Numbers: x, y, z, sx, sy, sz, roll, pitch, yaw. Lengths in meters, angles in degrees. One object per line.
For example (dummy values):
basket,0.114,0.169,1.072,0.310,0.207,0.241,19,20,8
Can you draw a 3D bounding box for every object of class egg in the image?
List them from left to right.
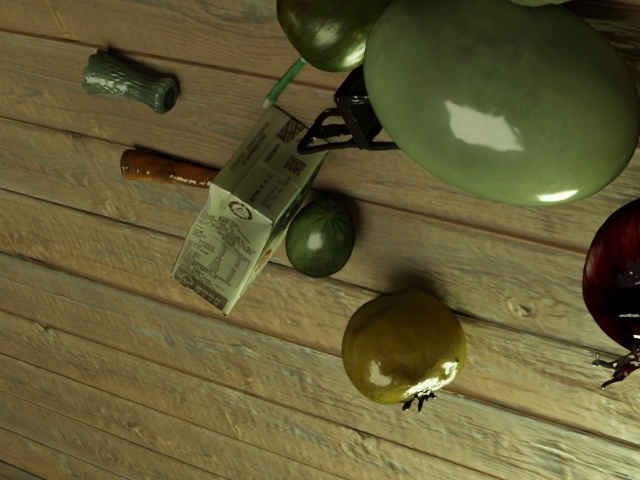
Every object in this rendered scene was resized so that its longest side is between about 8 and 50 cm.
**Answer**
egg,0.217,-0.179,1.475,0.352,0.258,0.258,26,145,16

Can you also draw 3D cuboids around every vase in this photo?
vase,-0.311,-0.257,2.010,0.148,0.081,0.081,21,144,16

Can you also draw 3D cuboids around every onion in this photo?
onion,0.458,0.076,1.546,0.273,0.285,0.273,17,146,12

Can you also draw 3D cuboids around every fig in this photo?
fig,0.066,-0.328,1.584,0.259,0.151,0.151,-33,110,26

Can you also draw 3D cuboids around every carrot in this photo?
carrot,-0.249,-0.119,2.151,0.224,0.057,0.057,11,139,24

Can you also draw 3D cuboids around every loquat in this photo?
loquat,0.138,0.183,2.034,0.213,0.213,0.213,23,144,18

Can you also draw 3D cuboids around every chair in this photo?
chair,0.048,-0.193,1.740,0.229,0.106,0.113,3,135,38

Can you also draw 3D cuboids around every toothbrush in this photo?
toothbrush,-0.033,-0.260,1.808,0.024,0.018,0.257,42,146,-4

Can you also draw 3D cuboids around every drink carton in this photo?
drink carton,-0.120,-0.043,1.991,0.132,0.194,0.324,33,146,1

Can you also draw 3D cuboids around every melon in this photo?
melon,0.000,0.000,2.007,0.114,0.114,0.167,30,143,9

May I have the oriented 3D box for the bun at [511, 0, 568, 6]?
bun,0.241,-0.370,1.307,0.273,0.168,0.273,18,136,18
